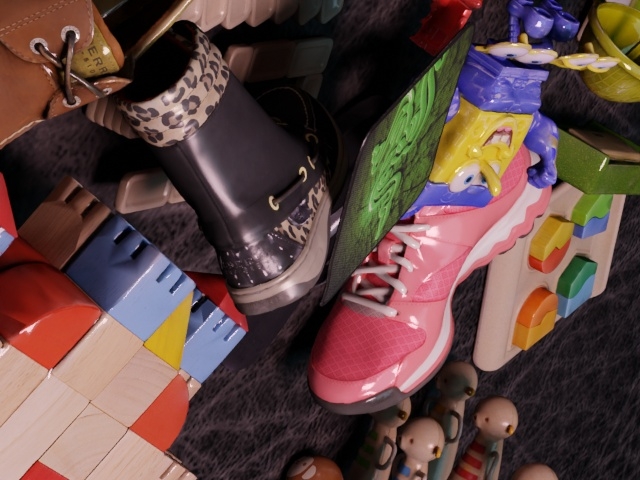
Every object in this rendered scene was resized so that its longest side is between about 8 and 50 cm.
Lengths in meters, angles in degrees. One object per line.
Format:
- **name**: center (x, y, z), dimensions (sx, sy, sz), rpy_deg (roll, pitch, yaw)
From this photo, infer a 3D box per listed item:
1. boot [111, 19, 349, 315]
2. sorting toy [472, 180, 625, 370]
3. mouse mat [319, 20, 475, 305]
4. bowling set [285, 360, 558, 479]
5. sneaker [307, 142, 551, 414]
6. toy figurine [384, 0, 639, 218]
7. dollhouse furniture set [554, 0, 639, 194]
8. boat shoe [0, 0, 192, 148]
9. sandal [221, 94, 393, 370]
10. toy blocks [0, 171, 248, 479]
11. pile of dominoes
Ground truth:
- **boot**: center (-0.058, -0.083, 1.244), dimensions (0.178, 0.085, 0.236), rpy_deg (59, 20, -30)
- **sorting toy**: center (0.242, 0.021, 1.896), dimensions (0.208, 0.038, 0.193), rpy_deg (-29, 138, -40)
- **mouse mat**: center (0.053, -0.051, 1.305), dimensions (0.152, 0.007, 0.189), rpy_deg (-48, 161, -36)
- **bowling set**: center (0.083, 0.198, 1.698), dimensions (0.200, 0.287, 0.154), rpy_deg (15, 99, -24)
- **sneaker**: center (0.073, 0.003, 1.599), dimensions (0.314, 0.116, 0.136), rpy_deg (-54, 139, -22)
- **toy figurine**: center (0.120, -0.115, 1.502), dimensions (0.362, 0.191, 0.217), rpy_deg (-2, 131, -54)
- **dollhouse furniture set**: center (0.362, -0.099, 1.708), dimensions (0.151, 0.301, 0.197), rpy_deg (3, 116, -59)
- **boat shoe**: center (-0.163, -0.133, 1.122), dimensions (0.307, 0.104, 0.110), rpy_deg (-50, 148, -15)
- **sandal**: center (0.000, 0.001, 1.516), dimensions (0.254, 0.054, 0.097), rpy_deg (-57, 149, -3)
- **toy blocks**: center (-0.180, 0.084, 1.164), dimensions (0.261, 0.191, 0.381), rpy_deg (-49, 144, -3)
- **pile of dominoes**: center (-0.071, -0.127, 1.348), dimensions (0.251, 0.040, 0.196), rpy_deg (-17, 129, -59)
